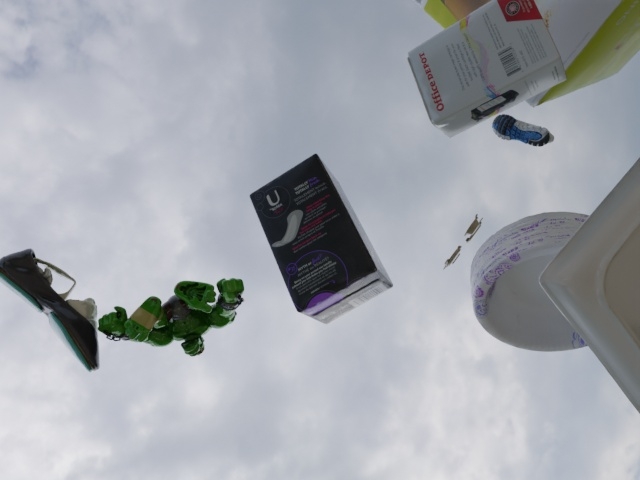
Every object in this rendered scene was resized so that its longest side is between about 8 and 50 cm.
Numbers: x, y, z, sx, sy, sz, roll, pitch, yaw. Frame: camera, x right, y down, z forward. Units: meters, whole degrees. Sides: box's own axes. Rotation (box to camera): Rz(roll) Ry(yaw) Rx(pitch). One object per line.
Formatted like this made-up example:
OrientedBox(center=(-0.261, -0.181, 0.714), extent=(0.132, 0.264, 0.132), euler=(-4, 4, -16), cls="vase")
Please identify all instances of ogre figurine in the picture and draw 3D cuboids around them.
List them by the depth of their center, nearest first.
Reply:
OrientedBox(center=(-0.199, 0.110, 0.692), extent=(0.197, 0.097, 0.118), euler=(-35, -26, -10), cls="ogre figurine")

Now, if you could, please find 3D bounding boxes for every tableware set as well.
OrientedBox(center=(0.354, 0.007, 1.185), extent=(0.169, 0.020, 0.141), euler=(-53, -18, 1), cls="tableware set")

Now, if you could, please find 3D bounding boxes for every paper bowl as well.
OrientedBox(center=(0.428, 0.068, 0.897), extent=(0.284, 0.284, 0.148), euler=(50, -148, -29), cls="paper bowl")

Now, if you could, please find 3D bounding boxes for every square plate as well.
OrientedBox(center=(0.538, 0.056, 0.726), extent=(0.344, 0.049, 0.347), euler=(-46, -74, -9), cls="square plate")

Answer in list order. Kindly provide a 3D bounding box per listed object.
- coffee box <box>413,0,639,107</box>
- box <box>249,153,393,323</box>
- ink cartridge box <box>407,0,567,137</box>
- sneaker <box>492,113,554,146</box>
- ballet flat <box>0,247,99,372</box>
OrientedBox(center=(0.435, -0.489, 0.807), extent=(0.338, 0.338, 0.334), euler=(-25, -113, -33), cls="coffee box")
OrientedBox(center=(0.000, 0.000, 0.925), extent=(0.271, 0.165, 0.143), euler=(65, -169, 25), cls="box")
OrientedBox(center=(0.227, -0.245, 0.666), extent=(0.072, 0.175, 0.128), euler=(11, -121, -56), cls="ink cartridge box")
OrientedBox(center=(0.606, -0.323, 1.422), extent=(0.082, 0.190, 0.072), euler=(-7, -57, -43), cls="sneaker")
OrientedBox(center=(-0.359, 0.089, 0.660), extent=(0.203, 0.074, 0.074), euler=(45, -116, 2), cls="ballet flat")
